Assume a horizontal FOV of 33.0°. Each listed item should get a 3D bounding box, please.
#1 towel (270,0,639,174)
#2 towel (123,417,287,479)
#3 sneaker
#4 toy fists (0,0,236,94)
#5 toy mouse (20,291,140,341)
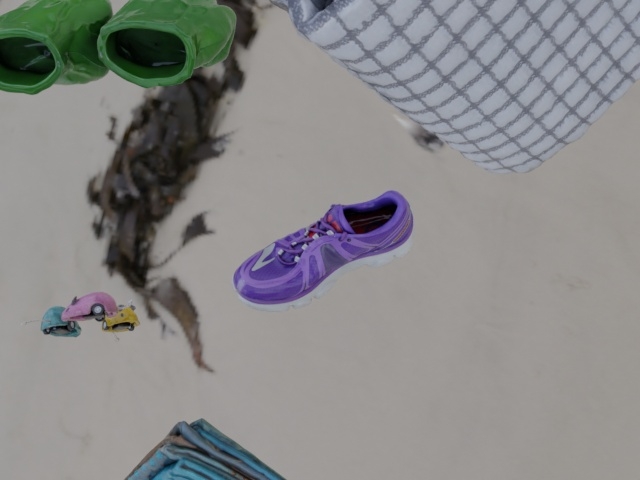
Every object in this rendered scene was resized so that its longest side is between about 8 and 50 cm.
[{"bbox_3d":[0.115,-0.189,0.547,0.283,0.235,0.121,-48,54,11],"label":"towel"},{"bbox_3d":[-0.073,0.296,0.884,0.370,0.271,0.040,-47,10,47],"label":"towel"},{"bbox_3d":[0.000,0.000,0.926,0.170,0.071,0.068,-26,58,-9],"label":"sneaker"},{"bbox_3d":[-0.228,-0.217,1.164,0.279,0.096,0.142,-1,34,17],"label":"toy fists"},{"bbox_3d":[-0.279,0.085,1.257,0.161,0.143,0.031,-33,59,55],"label":"toy mouse"}]
